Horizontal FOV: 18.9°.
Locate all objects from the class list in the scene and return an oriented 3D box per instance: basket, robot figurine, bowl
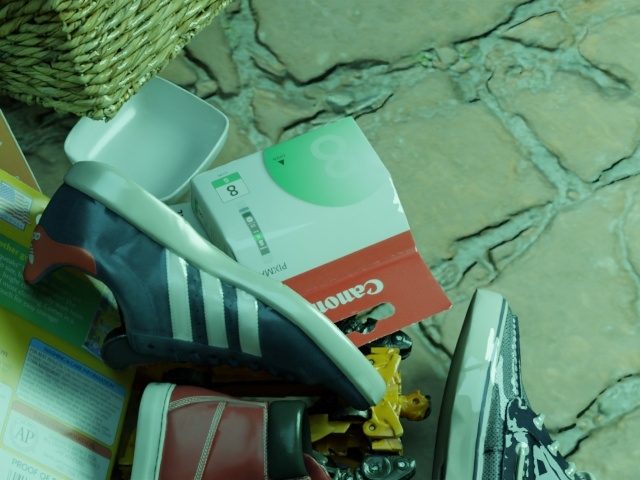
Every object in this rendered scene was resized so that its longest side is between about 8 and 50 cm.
[{"bbox_3d":[-0.243,-0.308,2.023,0.213,0.223,0.299,18,51,33],"label":"basket"},{"bbox_3d":[-0.041,0.162,1.820,0.291,0.085,0.211,1,56,0],"label":"robot figurine"},{"bbox_3d":[-0.180,-0.096,2.010,0.142,0.053,0.142,29,59,17],"label":"bowl"}]

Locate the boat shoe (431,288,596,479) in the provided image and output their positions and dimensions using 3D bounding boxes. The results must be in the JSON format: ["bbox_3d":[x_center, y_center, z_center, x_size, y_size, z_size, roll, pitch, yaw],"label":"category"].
[{"bbox_3d":[0.188,0.213,1.781,0.158,0.127,0.340,11,64,-2],"label":"boat shoe"}]

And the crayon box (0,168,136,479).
[{"bbox_3d":[-0.274,0.122,1.736,0.203,0.083,0.323,32,51,-29],"label":"crayon box"}]

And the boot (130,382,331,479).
[{"bbox_3d":[-0.083,0.256,1.703,0.176,0.088,0.244,7,87,7],"label":"boot"}]

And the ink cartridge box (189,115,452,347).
[{"bbox_3d":[0.000,0.000,1.855,0.181,0.056,0.224,-22,56,-17],"label":"ink cartridge box"}]

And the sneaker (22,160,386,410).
[{"bbox_3d":[-0.111,0.078,1.732,0.350,0.131,0.148,34,85,-3],"label":"sneaker"}]

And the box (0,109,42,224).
[{"bbox_3d":[-0.429,-0.083,1.927,0.215,0.168,0.345,-22,60,-15],"label":"box"}]

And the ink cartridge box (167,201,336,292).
[{"bbox_3d":[-0.111,0.033,1.909,0.231,0.078,0.134,-11,56,-9],"label":"ink cartridge box"}]
